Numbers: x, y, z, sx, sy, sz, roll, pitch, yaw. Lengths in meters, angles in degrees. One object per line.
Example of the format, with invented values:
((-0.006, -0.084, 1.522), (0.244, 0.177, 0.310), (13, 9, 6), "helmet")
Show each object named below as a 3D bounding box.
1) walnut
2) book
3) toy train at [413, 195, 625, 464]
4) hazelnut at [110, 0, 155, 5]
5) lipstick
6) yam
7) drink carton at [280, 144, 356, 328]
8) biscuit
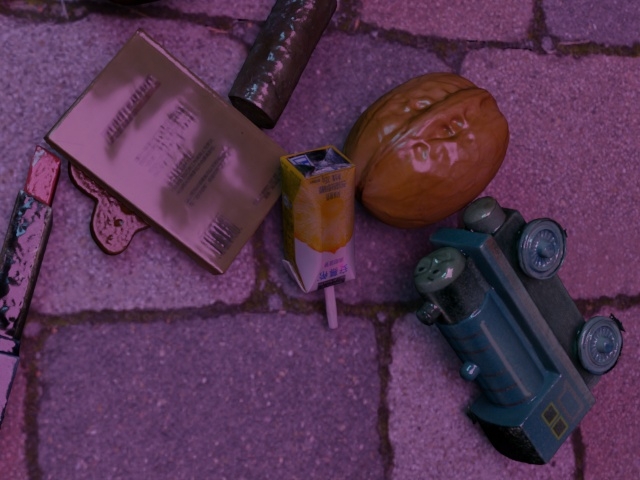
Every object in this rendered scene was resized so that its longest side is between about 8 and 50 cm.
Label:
((0.120, -0.105, 1.091), (0.206, 0.159, 0.159), (-34, 97, -15), "walnut")
((-0.152, -0.092, 1.022), (0.231, 0.026, 0.161), (40, 71, -14), "book")
((0.220, 0.099, 1.100), (0.194, 0.120, 0.298), (-46, 117, -19), "toy train")
((-0.189, -0.339, 1.001), (0.204, 0.178, 0.178), (-18, 91, -26), "hazelnut")
((-0.311, 0.058, 0.969), (0.051, 0.051, 0.312), (16, 77, -16), "lipstick")
((-0.044, -0.211, 1.085), (0.068, 0.068, 0.169), (31, 77, -15), "yam")
((0.000, 0.000, 1.063), (0.084, 0.074, 0.200), (-16, 126, -24), "drink carton")
((-0.162, -0.065, 1.044), (0.205, 0.031, 0.138), (-22, 93, -21), "biscuit")
